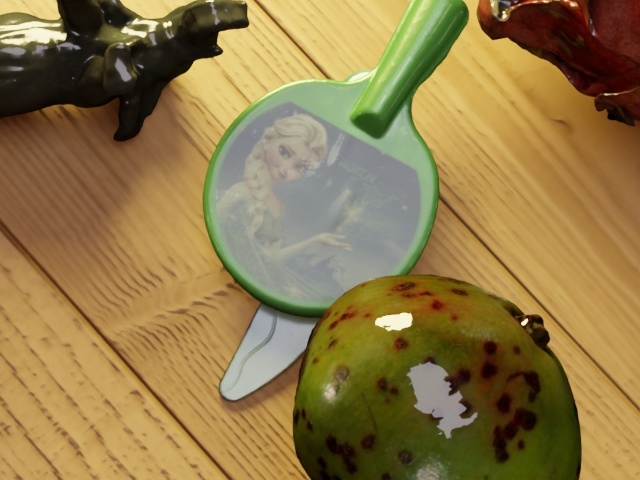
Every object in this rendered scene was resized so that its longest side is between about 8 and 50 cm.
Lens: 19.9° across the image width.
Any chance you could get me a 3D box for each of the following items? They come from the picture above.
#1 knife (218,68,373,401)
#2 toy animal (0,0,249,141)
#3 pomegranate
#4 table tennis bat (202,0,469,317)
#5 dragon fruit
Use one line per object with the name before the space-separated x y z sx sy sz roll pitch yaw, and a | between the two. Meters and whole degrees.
knife | 0.002 0.000 1.285 0.063 0.034 0.260 22 77 -2
toy animal | -0.172 -0.135 1.241 0.245 0.146 0.114 2 79 -5
pomegranate | 0.056 0.136 1.178 0.202 0.202 0.248 44 102 7
table tennis bat | 0.024 -0.068 1.266 0.160 0.039 0.257 32 82 -1
dragon fruit | 0.256 -0.195 1.265 0.299 0.244 0.244 -10 75 0
